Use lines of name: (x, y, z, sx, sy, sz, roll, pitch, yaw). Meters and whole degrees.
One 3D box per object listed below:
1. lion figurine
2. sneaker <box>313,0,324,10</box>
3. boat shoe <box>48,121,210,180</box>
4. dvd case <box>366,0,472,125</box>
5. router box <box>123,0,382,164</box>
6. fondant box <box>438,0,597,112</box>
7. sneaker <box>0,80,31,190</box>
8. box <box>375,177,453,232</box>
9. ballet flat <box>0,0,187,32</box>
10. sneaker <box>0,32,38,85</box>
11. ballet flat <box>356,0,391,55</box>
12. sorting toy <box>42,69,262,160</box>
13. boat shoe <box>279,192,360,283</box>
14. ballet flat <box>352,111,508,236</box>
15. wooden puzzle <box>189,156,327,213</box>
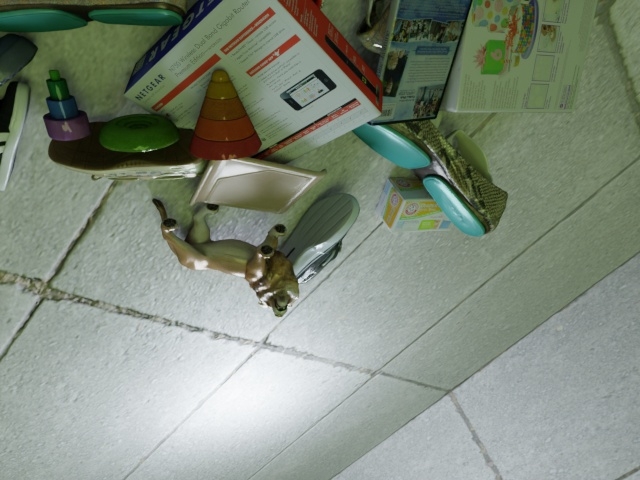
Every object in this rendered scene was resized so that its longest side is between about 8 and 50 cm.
lion figurine: (-0.222, 0.042, 1.021, 0.391, 0.142, 0.240, 23, 140, -3)
sneaker: (-0.022, -0.462, 0.647, 0.090, 0.145, 0.270, 3, 129, -27)
boat shoe: (-0.352, -0.153, 0.785, 0.284, 0.105, 0.089, 5, 159, -1)
dvd case: (0.183, -0.342, 0.776, 0.180, 0.022, 0.253, -15, 132, -30)
router box: (-0.112, -0.264, 0.727, 0.335, 0.082, 0.301, -18, 145, 36)
fondant box: (0.409, -0.397, 0.891, 0.330, 0.096, 0.239, -6, 111, -21)
sneaker: (-0.575, -0.184, 0.699, 0.121, 0.079, 0.217, 17, 122, -36)
box: (0.273, -0.098, 1.150, 0.203, 0.103, 0.114, -3, 132, -22)
ballet flat: (-0.353, -0.369, 0.611, 0.315, 0.107, 0.106, -4, 102, -3)
sneaker: (-0.591, -0.245, 0.615, 0.318, 0.112, 0.131, -30, 130, -2)
ballet flat: (0.157, -0.501, 0.725, 0.123, 0.123, 0.349, 3, 129, -27)
sorting toy: (-0.277, -0.219, 0.675, 0.365, 0.127, 0.126, 6, 124, 4)
boat shoe: (0.000, 0.000, 1.125, 0.119, 0.121, 0.335, 13, 135, -42)
ballet flat: (0.273, -0.205, 0.993, 0.482, 0.164, 0.182, 37, 79, -20)
wooden puzzle: (-0.136, -0.118, 0.877, 0.238, 0.044, 0.221, 2, 162, -28)
